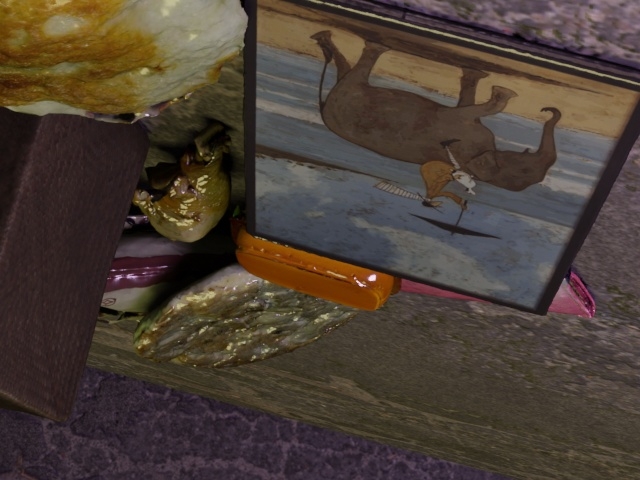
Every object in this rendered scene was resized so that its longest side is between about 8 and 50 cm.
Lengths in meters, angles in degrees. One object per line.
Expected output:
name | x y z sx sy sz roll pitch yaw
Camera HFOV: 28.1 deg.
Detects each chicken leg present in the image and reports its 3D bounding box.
chicken leg | -0.117 -0.053 1.124 0.093 0.070 0.178 2 161 -17

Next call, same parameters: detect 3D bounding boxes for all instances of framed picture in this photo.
framed picture | 0.071 -0.051 0.915 0.264 0.016 0.347 15 154 3

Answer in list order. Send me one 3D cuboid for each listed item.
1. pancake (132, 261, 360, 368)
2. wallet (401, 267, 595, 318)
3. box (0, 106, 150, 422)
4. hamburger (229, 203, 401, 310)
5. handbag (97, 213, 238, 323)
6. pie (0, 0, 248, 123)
pancake | -0.073 0.074 1.309 0.253 0.037 0.254 -14 158 -6
wallet | 0.143 0.036 1.239 0.232 0.025 0.119 8 162 28
box | -0.263 -0.009 1.043 0.143 0.273 0.184 8 164 17
hamburger | 0.000 0.000 1.145 0.165 0.087 0.137 17 165 3
handbag | -0.175 0.033 1.350 0.235 0.127 0.213 -4 -177 -24
pie | -0.174 -0.149 0.800 0.257 0.106 0.274 13 165 -16
